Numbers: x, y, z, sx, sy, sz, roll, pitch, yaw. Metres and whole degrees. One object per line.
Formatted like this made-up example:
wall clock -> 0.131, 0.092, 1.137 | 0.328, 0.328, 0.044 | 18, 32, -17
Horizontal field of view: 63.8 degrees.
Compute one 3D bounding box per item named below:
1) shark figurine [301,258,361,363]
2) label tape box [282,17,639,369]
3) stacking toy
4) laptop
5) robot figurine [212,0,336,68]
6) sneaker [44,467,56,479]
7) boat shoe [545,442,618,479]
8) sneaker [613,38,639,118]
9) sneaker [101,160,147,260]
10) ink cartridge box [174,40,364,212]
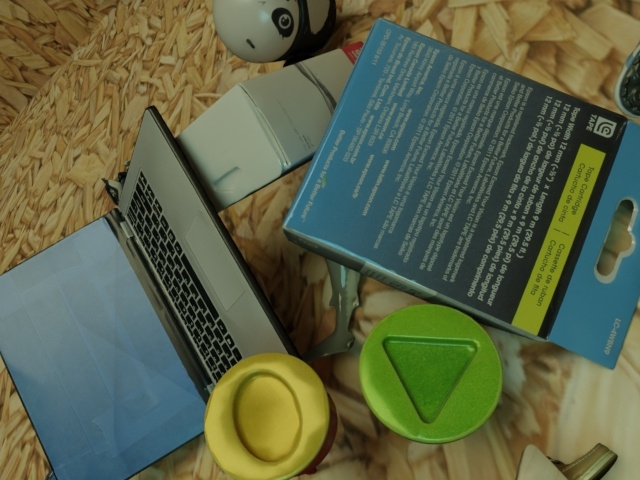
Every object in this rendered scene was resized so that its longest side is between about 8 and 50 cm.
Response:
shark figurine -> 0.005, 0.023, 0.711 | 0.116, 0.166, 0.277 | 1, 92, 17
label tape box -> 0.167, -0.048, 0.558 | 0.348, 0.115, 0.249 | 24, 82, 2
stacking toy -> 0.070, 0.227, 0.488 | 0.280, 0.130, 0.308 | -27, 58, -5
laptop -> -0.282, 0.111, 0.696 | 0.381, 0.236, 0.408 | 58, 142, 11
robot figurine -> -0.074, -0.425, 0.956 | 0.209, 0.278, 0.173 | 33, 125, 12
sneaker -> -0.437, 0.397, 0.913 | 0.221, 0.083, 0.087 | -52, 35, 0
boat shoe -> 0.200, 0.219, 0.463 | 0.135, 0.050, 0.045 | -44, 50, 13
sneaker -> 0.374, -0.215, 0.539 | 0.237, 0.085, 0.086 | -52, 10, -11
sneaker -> -0.419, -0.067, 1.116 | 0.094, 0.153, 0.234 | 3, 68, 45
ink cartridge box -> -0.052, -0.160, 0.734 | 0.207, 0.117, 0.283 | -23, 11, 43
